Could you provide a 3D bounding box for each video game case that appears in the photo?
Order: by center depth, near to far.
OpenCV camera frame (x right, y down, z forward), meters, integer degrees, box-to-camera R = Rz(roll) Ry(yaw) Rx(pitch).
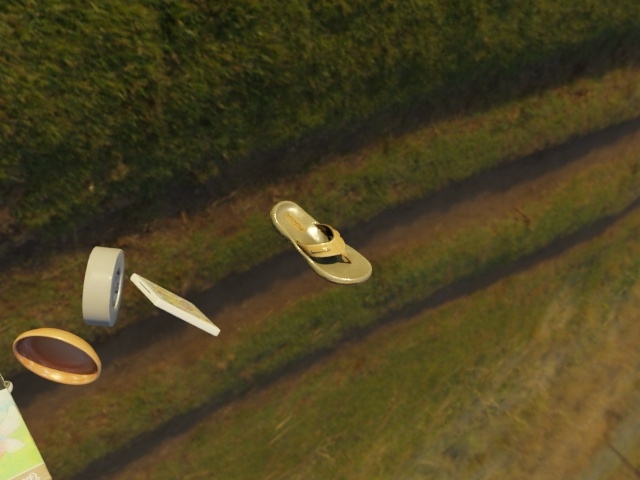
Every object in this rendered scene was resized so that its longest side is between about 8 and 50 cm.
[{"bbox_3d":[-0.417,0.183,2.235,0.227,0.206,0.026,35,87,-38],"label":"video game case"}]

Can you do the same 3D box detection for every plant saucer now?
[{"bbox_3d":[-0.587,0.257,1.755,0.200,0.200,0.037,99,1,-49],"label":"plant saucer"}]

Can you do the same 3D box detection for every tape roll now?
[{"bbox_3d":[-0.600,0.129,2.169,0.072,0.219,0.219,7,137,-6],"label":"tape roll"}]

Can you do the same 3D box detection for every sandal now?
[{"bbox_3d":[0.000,0.000,1.156,0.072,0.180,0.049,-43,170,-33],"label":"sandal"}]

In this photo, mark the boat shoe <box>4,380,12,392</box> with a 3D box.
[{"bbox_3d":[-0.820,0.384,1.917,0.142,0.049,0.040,-39,138,-47],"label":"boat shoe"}]

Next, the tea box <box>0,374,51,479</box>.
[{"bbox_3d":[-0.756,0.423,1.500,0.329,0.323,0.220,-22,165,-40],"label":"tea box"}]
